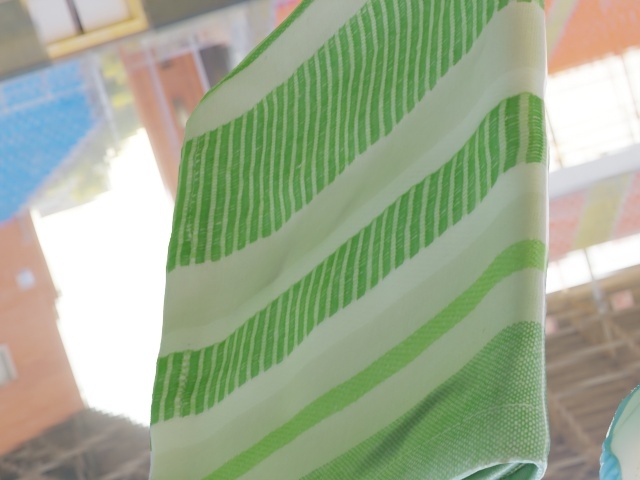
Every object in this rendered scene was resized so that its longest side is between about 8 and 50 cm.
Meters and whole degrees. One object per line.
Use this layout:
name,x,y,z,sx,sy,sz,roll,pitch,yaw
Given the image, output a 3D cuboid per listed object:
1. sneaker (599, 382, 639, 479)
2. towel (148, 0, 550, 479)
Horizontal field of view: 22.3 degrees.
sneaker,0.234,0.092,0.733,0.228,0.087,0.092,-7,-173,-20
towel,0.000,0.000,0.642,0.248,0.038,0.325,-40,-149,40
